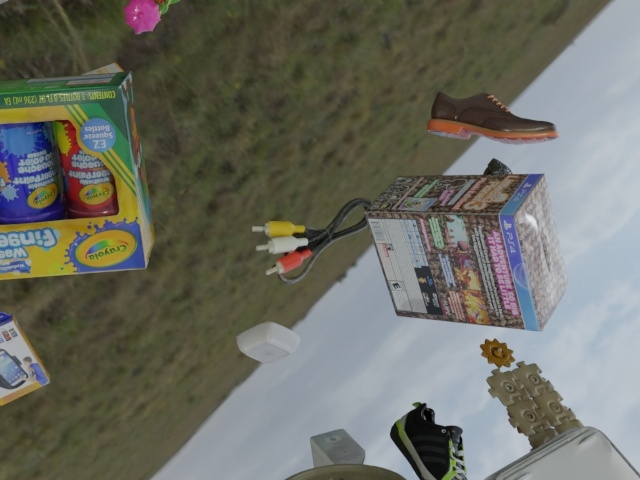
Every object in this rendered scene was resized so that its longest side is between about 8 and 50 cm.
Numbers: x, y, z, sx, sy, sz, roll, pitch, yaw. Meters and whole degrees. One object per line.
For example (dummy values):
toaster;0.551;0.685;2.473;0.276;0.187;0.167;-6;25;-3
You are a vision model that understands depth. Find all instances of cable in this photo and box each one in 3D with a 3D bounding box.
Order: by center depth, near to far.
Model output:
cable;0.000;0.000;1.739;0.287;0.140;0.072;-17;-178;-17

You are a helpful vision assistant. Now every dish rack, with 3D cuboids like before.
dish rack;0.491;0.493;1.538;0.332;0.286;0.072;-18;146;-31

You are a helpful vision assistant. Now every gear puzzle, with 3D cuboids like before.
gear puzzle;0.456;0.357;1.862;0.175;0.339;0.044;-10;140;-31

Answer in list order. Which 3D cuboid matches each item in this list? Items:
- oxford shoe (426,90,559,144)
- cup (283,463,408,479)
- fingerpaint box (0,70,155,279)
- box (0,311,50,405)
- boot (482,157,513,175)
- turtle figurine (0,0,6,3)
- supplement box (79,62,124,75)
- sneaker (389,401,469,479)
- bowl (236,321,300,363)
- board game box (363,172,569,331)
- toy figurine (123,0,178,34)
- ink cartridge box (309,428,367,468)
oxford shoe;0.355;-0.254;1.705;0.097;0.271;0.099;8;92;-70
cup;0.031;0.407;0.983;0.330;0.237;0.331;-4;-173;1
fingerpaint box;-0.575;-0.121;1.630;0.444;0.371;0.163;-4;-158;-3
box;-0.474;0.174;1.248;0.081;0.136;0.028;-25;-152;-9
boot;0.320;-0.052;1.700;0.209;0.076;0.190;-54;-176;21
turtle figurine;-0.476;-0.510;1.379;0.266;0.198;0.275;-34;150;-10
supplement box;-0.511;-0.377;1.970;0.098;0.062;0.036;-29;150;-29
sneaker;0.194;0.339;1.332;0.097;0.084;0.235;-47;-142;2
bowl;-0.140;0.282;2.231;0.142;0.142;0.053;-27;-130;30
board game box;0.257;0.015;1.466;0.290;0.232;0.141;3;-146;37
toy figurine;-0.409;-0.546;1.953;0.173;0.130;0.159;-51;-162;55
ink cartridge box;0.094;0.591;1.672;0.091;0.308;0.385;-11;-169;-19
